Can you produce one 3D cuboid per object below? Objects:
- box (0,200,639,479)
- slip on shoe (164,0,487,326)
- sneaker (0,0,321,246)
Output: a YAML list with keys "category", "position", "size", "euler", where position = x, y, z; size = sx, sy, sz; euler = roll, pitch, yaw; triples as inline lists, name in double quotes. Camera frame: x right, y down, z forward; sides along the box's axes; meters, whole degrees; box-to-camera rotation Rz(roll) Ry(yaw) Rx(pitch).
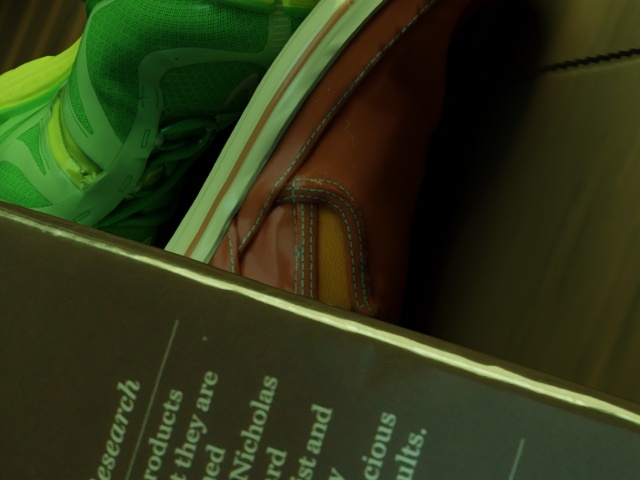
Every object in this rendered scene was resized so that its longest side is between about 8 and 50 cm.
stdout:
- category: "box"
  position: [0.068, 0.110, 0.506]
  size: [0.381, 0.191, 0.143]
  euler: [18, 88, 35]
- category: "slip on shoe"
  position: [0.000, 0.000, 0.742]
  size: [0.101, 0.123, 0.331]
  euler: [32, 92, 11]
- category: "sneaker"
  position: [-0.089, -0.047, 0.832]
  size: [0.295, 0.109, 0.124]
  euler: [-30, 62, 52]
